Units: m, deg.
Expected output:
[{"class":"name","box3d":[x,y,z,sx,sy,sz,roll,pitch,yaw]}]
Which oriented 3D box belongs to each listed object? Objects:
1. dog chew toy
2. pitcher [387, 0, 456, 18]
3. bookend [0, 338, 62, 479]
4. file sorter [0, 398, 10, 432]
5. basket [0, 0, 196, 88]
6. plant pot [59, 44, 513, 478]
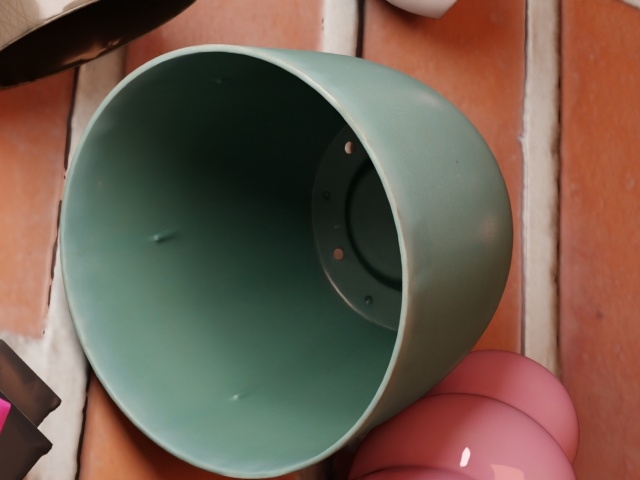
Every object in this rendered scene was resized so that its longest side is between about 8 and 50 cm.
[{"class":"dog chew toy","box3d":[0.099,0.207,1.455,0.206,0.206,0.332,45,44,-15]},{"class":"pitcher","box3d":[0.065,-0.298,1.687,0.207,0.125,0.178,44,35,-1]},{"class":"bookend","box3d":[-0.216,0.128,1.264,0.072,0.156,0.157,48,50,-12]},{"class":"file sorter","box3d":[-0.309,0.183,0.911,0.182,0.202,0.290,32,56,-20]},{"class":"basket","box3d":[-0.214,-0.247,1.426,0.204,0.154,0.227,-23,83,-42]},{"class":"plant pot","box3d":[0.000,0.000,1.412,0.235,0.293,0.293,-14,81,-55]}]
